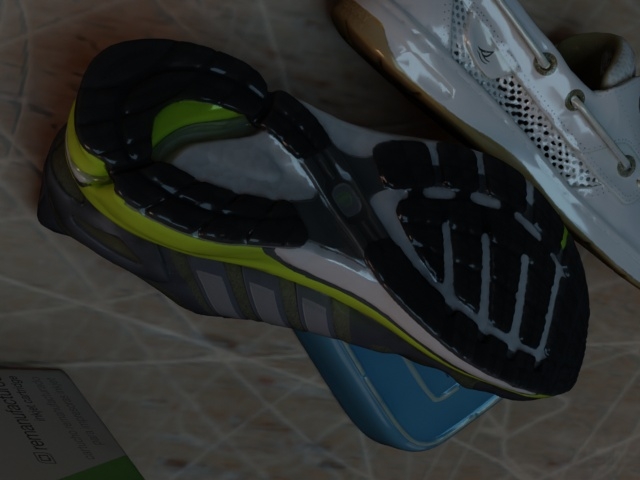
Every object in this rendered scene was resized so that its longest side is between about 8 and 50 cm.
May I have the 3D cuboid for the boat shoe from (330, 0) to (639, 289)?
[{"bbox_3d":[0.130,-0.063,0.978,0.277,0.098,0.096,38,93,-34],"label":"boat shoe"}]

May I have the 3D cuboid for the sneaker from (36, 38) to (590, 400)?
[{"bbox_3d":[0.000,0.000,0.919,0.300,0.121,0.111,26,64,-21],"label":"sneaker"}]

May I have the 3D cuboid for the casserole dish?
[{"bbox_3d":[0.050,0.041,1.024,0.114,0.037,0.188,-36,125,-7],"label":"casserole dish"}]

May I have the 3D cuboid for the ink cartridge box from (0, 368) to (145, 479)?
[{"bbox_3d":[-0.217,0.145,0.835,0.273,0.198,0.115,3,111,-29],"label":"ink cartridge box"}]
